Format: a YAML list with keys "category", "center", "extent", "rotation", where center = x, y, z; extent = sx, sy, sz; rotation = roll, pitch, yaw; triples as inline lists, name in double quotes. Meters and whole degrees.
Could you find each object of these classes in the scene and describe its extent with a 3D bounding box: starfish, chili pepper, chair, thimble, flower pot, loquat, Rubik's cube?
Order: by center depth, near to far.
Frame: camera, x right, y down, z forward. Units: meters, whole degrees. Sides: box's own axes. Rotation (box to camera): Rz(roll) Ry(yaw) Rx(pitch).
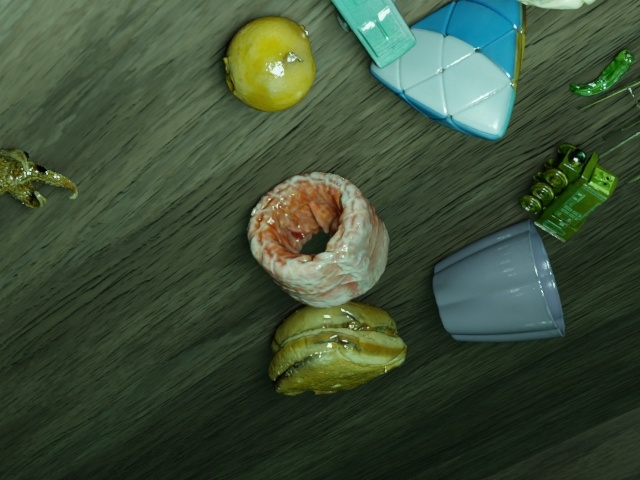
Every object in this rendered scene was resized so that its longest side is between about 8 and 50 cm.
- category: "loquat"
  center: [-0.074, -0.257, 1.107]
  extent: [0.141, 0.141, 0.141]
  rotation: [-10, 143, -7]
- category: "starfish"
  center: [-0.491, -0.098, 1.213]
  extent: [0.189, 0.074, 0.146]
  rotation: [-5, 144, -14]
- category: "Rubik's cube"
  center: [0.197, -0.262, 1.214]
  extent: [0.254, 0.255, 0.254]
  rotation: [-10, 143, -7]
- category: "chili pepper"
  center: [0.510, -0.295, 1.353]
  extent: [0.118, 0.035, 0.055]
  rotation: [-30, 130, 34]
- category: "chair"
  center: [0.648, -0.257, 1.353]
  extent: [0.325, 0.170, 0.159]
  rotation: [-30, 139, 29]
- category: "thimble"
  center: [0.000, 0.000, 1.389]
  extent: [0.239, 0.239, 0.162]
  rotation: [-22, 144, 9]
- category: "flower pot"
  center: [0.391, 0.109, 1.680]
  extent: [0.243, 0.265, 0.265]
  rotation: [-17, 146, 25]

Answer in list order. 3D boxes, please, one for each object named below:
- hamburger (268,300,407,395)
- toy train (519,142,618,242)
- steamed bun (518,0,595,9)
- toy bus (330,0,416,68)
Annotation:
- category: "hamburger"
  center: [0.032, 0.262, 1.786]
  extent: [0.304, 0.174, 0.284]
  rotation: [17, 135, -36]
- category: "toy train"
  center: [0.487, -0.096, 1.485]
  extent: [0.137, 0.090, 0.225]
  rotation: [34, 157, 5]
- category: "steamed bun"
  center: [0.275, -0.421, 0.935]
  extent: [0.320, 0.275, 0.206]
  rotation: [35, 157, -14]
- category: "toy bus"
  center: [0.047, -0.350, 1.055]
  extent: [0.091, 0.109, 0.261]
  rotation: [-34, 141, 14]
